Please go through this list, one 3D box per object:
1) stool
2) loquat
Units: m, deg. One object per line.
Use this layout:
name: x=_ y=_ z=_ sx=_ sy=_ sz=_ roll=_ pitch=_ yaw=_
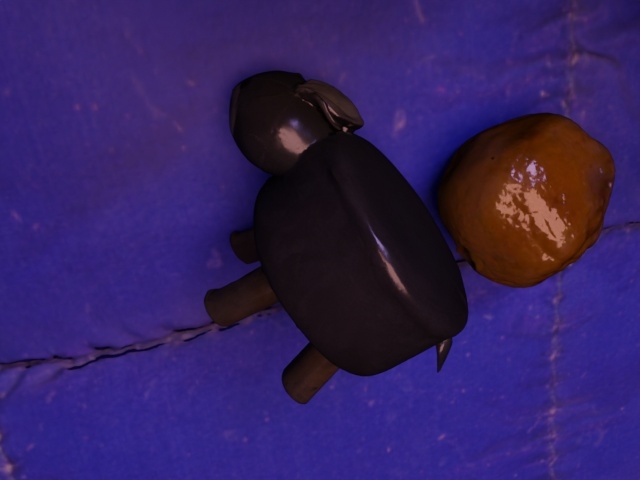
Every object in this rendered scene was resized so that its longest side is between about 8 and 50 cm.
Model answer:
stool: x=0.004 y=-0.001 z=0.445 sx=0.139 sy=0.228 sz=0.153 roll=-32 pitch=159 yaw=21
loquat: x=0.159 y=-0.033 z=0.481 sx=0.137 sy=0.113 sz=0.137 roll=0 pitch=87 yaw=-5
